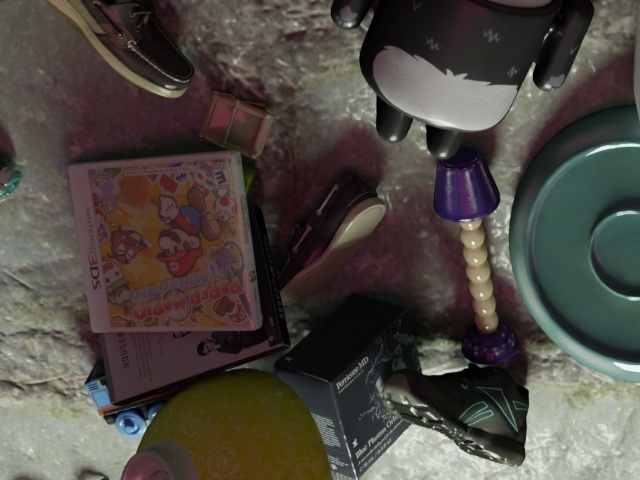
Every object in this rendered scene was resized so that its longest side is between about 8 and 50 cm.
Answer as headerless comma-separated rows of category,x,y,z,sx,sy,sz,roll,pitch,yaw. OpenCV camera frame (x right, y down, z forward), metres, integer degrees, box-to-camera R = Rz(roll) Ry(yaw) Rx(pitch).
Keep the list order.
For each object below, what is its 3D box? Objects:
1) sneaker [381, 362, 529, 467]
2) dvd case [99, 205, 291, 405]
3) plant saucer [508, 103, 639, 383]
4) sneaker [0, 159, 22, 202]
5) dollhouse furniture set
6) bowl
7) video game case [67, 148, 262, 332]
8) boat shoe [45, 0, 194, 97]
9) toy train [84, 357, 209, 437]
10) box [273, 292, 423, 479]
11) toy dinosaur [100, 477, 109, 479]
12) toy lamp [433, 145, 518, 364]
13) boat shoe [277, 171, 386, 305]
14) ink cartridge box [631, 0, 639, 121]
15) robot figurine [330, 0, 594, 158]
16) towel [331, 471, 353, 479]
sneaker,0.169,0.192,1.609,0.101,0.106,0.267,12,166,42
dvd case,-0.161,0.079,1.589,0.239,0.179,0.029,-20,159,20
plant saucer,0.347,0.011,1.454,0.318,0.044,0.317,7,105,30
sneaker,-0.432,-0.054,1.600,0.166,0.065,0.076,-40,94,24
dollhouse furniture set,-0.107,-0.098,1.543,0.076,0.058,0.151,20,104,3
bowl,-0.138,0.295,1.535,0.156,0.289,0.289,2,135,-44
video game case,-0.182,0.005,1.540,0.227,0.026,0.206,-3,100,25
boat shoe,-0.218,-0.245,1.427,0.223,0.080,0.073,41,124,-14
toy train,-0.208,0.187,1.711,0.184,0.080,0.105,-16,114,17
box,0.041,0.176,1.612,0.093,0.156,0.158,14,132,39
toy dinosaur,-0.311,0.406,1.864,0.268,0.064,0.118,40,119,-5
toy lamp,0.180,0.018,1.553,0.080,0.080,0.274,-5,123,10
boat shoe,0.000,0.000,1.585,0.206,0.075,0.065,-49,63,35
ink cartridge box,0.465,-0.223,1.334,0.278,0.117,0.201,1,123,6
robot figurine,0.142,-0.224,1.345,0.209,0.173,0.278,-11,135,-39
towel,-0.022,0.405,1.737,0.121,0.235,0.283,-3,123,13
